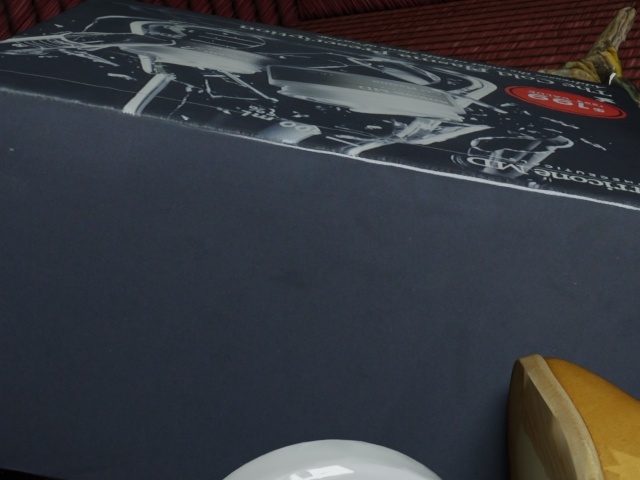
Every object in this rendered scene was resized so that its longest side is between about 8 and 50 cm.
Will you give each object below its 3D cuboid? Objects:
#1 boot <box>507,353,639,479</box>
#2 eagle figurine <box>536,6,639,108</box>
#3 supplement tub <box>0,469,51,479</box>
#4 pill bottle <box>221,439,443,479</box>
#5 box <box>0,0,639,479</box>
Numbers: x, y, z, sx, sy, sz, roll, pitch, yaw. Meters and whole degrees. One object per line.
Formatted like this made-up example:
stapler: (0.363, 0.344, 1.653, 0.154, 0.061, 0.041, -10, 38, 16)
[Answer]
boot: (0.197, 0.119, 0.470, 0.211, 0.104, 0.295, -9, 28, -9)
eagle figurine: (0.308, -0.070, 1.010, 0.298, 0.225, 0.226, 26, 76, 21)
supplement tub: (-0.190, 0.155, 0.689, 0.198, 0.106, 0.106, -22, 17, -31)
pill bottle: (0.025, 0.159, 0.389, 0.153, 0.153, 0.264, -15, 15, -7)
box: (0.000, 0.000, 0.735, 0.343, 0.179, 0.312, 10, 18, 1)
